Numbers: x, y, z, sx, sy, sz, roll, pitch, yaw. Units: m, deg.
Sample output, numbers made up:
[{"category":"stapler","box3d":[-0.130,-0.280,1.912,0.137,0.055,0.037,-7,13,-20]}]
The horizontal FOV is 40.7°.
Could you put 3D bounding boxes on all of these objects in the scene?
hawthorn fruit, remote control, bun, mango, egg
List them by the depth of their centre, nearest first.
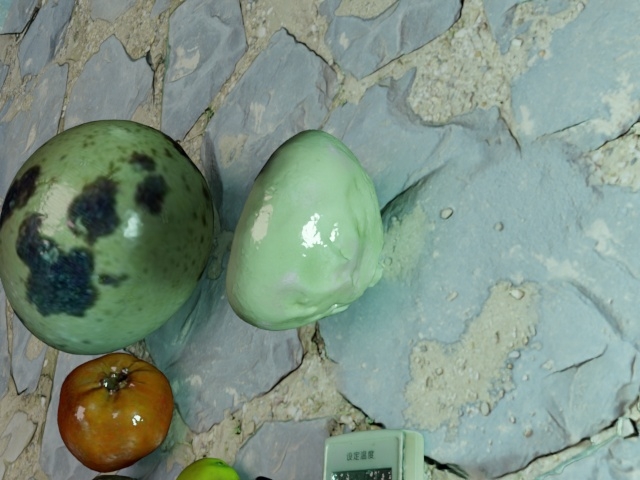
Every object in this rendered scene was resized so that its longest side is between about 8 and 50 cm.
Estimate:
[{"category":"remote control","box3d":[0.056,0.398,1.013,0.145,0.050,0.344,-20,58,43]},{"category":"bun","box3d":[0.000,0.000,1.136,0.179,0.283,0.283,20,88,13]},{"category":"mango","box3d":[-0.180,0.384,1.259,0.163,0.089,0.117,-39,47,32]},{"category":"hawthorn fruit","box3d":[-0.342,0.302,1.441,0.196,0.196,0.225,-116,30,-43]},{"category":"egg","box3d":[-0.364,0.001,1.450,0.428,0.345,0.345,-54,40,29]}]

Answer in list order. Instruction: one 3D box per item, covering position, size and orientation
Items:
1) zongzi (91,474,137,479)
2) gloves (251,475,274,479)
[{"category":"zongzi","box3d":[-0.350,0.478,1.372,0.194,0.099,0.197,100,174,-79]},{"category":"gloves","box3d":[-0.097,0.418,1.112,0.131,0.140,0.219,27,86,43]}]
